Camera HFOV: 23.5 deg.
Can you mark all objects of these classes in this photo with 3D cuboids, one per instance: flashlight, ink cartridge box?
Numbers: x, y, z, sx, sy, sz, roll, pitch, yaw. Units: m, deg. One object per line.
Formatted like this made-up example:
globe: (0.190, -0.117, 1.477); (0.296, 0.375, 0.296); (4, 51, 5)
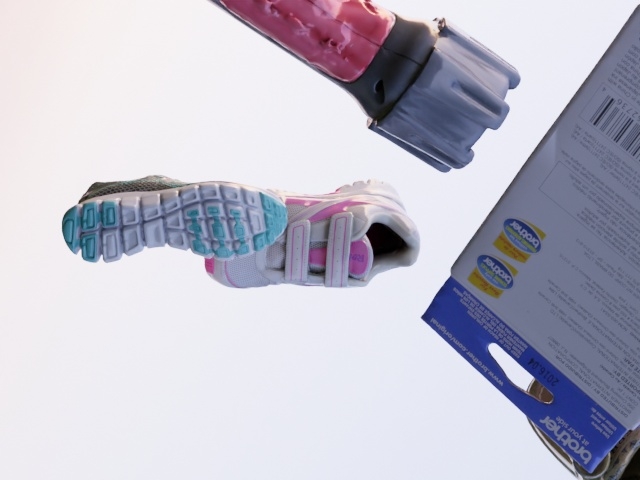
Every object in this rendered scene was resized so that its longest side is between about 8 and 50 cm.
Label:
flashlight: (-0.028, -0.148, 0.874); (0.103, 0.304, 0.103); (-50, -168, 43)
ink cartridge box: (0.223, 0.001, 1.111); (0.065, 0.186, 0.311); (-26, 153, -57)

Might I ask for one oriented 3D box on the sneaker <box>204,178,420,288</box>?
sneaker: (0.000, 0.000, 1.629); (0.111, 0.252, 0.103); (37, -45, 54)

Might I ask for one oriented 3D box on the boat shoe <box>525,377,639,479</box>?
boat shoe: (0.270, 0.174, 1.170); (0.285, 0.089, 0.104); (33, -92, 31)

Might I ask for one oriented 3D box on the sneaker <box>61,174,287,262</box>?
sneaker: (-0.108, -0.027, 1.156); (0.076, 0.167, 0.065); (-93, -176, -63)
